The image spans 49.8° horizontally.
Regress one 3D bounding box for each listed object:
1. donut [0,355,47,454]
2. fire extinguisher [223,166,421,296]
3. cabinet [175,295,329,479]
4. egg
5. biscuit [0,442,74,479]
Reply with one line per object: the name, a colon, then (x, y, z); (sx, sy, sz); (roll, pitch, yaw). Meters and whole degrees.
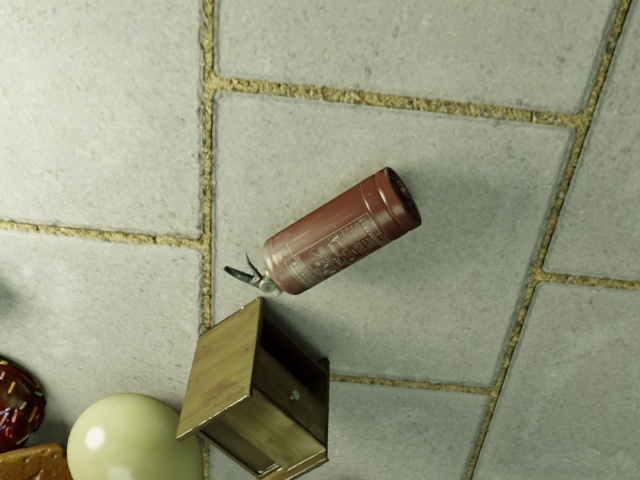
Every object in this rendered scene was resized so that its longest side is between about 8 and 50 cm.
donut: (-0.583, 0.288, 1.162); (0.216, 0.096, 0.230); (-15, 121, 11)
fire extinguisher: (0.000, 0.000, 0.959); (0.269, 0.105, 0.105); (-30, 118, 18)
cabinet: (-0.089, 0.232, 1.042); (0.148, 0.215, 0.175); (-34, 116, 21)
egg: (-0.301, 0.363, 1.150); (0.188, 0.188, 0.253); (-29, 127, 18)
biscuit: (-0.461, 0.459, 1.208); (0.278, 0.043, 0.301); (-46, 120, -23)
